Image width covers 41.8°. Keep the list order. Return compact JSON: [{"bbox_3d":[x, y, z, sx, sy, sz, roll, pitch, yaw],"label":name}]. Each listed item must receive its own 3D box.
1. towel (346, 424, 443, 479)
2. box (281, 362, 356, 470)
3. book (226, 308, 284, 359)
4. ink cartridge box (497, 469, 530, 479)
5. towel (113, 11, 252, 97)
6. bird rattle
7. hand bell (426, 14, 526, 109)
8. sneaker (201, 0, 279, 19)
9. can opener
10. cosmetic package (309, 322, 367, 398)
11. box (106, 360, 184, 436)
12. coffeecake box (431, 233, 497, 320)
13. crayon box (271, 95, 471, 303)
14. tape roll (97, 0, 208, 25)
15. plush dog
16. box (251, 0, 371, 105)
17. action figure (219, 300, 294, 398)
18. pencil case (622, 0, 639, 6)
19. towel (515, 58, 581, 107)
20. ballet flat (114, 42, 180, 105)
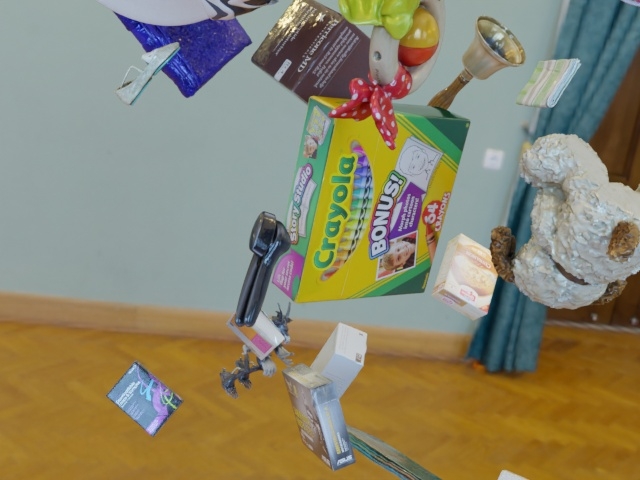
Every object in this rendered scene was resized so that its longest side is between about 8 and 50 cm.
[{"bbox_3d":[0.187,0.535,1.987,0.370,0.040,0.271,23,-9,47],"label":"towel"},{"bbox_3d":[-0.007,0.377,1.820,0.056,0.183,0.231,-18,8,-17],"label":"box"},{"bbox_3d":[-0.118,0.162,1.491,0.096,0.144,0.035,47,66,2],"label":"book"},{"bbox_3d":[0.388,0.525,1.335,0.121,0.211,0.289,36,-14,-35],"label":"ink cartridge box"},{"bbox_3d":[-0.312,-0.500,1.860,0.228,0.308,0.076,-48,24,-21],"label":"towel"},{"bbox_3d":[0.116,-0.265,1.162,0.143,0.254,0.207,17,36,37],"label":"bird rattle"},{"bbox_3d":[0.283,-0.321,1.686,0.126,0.242,0.126,22,47,-25],"label":"hand bell"},{"bbox_3d":[-0.130,-0.449,1.306,0.152,0.235,0.094,-3,49,13],"label":"sneaker"},{"bbox_3d":[-0.099,0.049,1.330,0.073,0.186,0.059,21,-11,-27],"label":"can opener"},{"bbox_3d":[0.027,0.325,2.067,0.085,0.231,0.117,23,34,-8],"label":"cosmetic package"},{"bbox_3d":[-0.444,0.399,2.117,0.162,0.116,0.029,39,-4,5],"label":"box"},{"bbox_3d":[0.396,0.098,2.262,0.142,0.068,0.186,30,58,-12],"label":"coffeecake box"},{"bbox_3d":[0.094,-0.072,1.563,0.313,0.363,0.106,-3,24,-36],"label":"crayon box"},{"bbox_3d":[-0.296,-0.577,1.521,0.391,0.392,0.072,8,44,-3],"label":"tape roll"},{"bbox_3d":[0.367,0.013,1.176,0.262,0.225,0.211,22,45,-7],"label":"plush dog"},{"bbox_3d":[0.007,-0.338,1.602,0.167,0.168,0.203,33,7,-38],"label":"box"},{"bbox_3d":[-0.140,0.289,2.176,0.141,0.276,0.164,46,26,18],"label":"action figure"},{"bbox_3d":[0.422,-0.416,1.013,0.124,0.273,0.113,32,-23,-32],"label":"pencil case"},{"bbox_3d":[0.469,-0.330,1.750,0.023,0.113,0.152,32,2,-19],"label":"towel"},{"bbox_3d":[-0.353,-0.345,1.691,0.052,0.168,0.057,40,11,-16],"label":"ballet flat"}]
